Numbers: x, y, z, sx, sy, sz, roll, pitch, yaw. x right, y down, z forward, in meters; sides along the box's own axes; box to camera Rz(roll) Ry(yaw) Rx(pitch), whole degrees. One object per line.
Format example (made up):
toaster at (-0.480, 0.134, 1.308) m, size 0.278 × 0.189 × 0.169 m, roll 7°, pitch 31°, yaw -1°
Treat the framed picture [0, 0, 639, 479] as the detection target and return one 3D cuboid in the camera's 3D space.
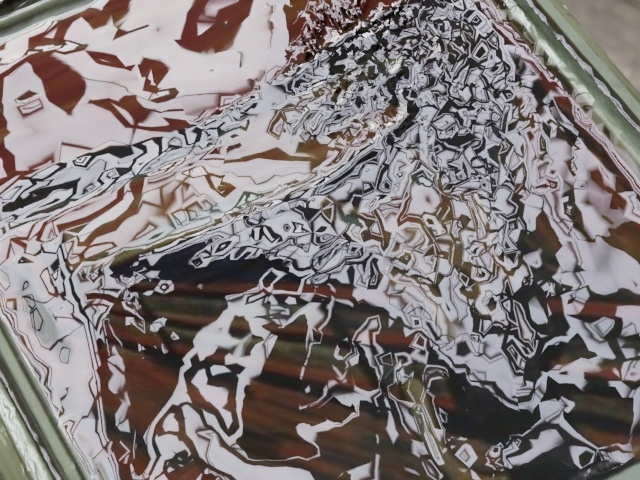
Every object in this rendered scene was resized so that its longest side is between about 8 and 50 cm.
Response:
framed picture at (0.000, 0.000, 0.523) m, size 0.216 × 0.016 × 0.273 m, roll -26°, pitch 57°, yaw -15°
